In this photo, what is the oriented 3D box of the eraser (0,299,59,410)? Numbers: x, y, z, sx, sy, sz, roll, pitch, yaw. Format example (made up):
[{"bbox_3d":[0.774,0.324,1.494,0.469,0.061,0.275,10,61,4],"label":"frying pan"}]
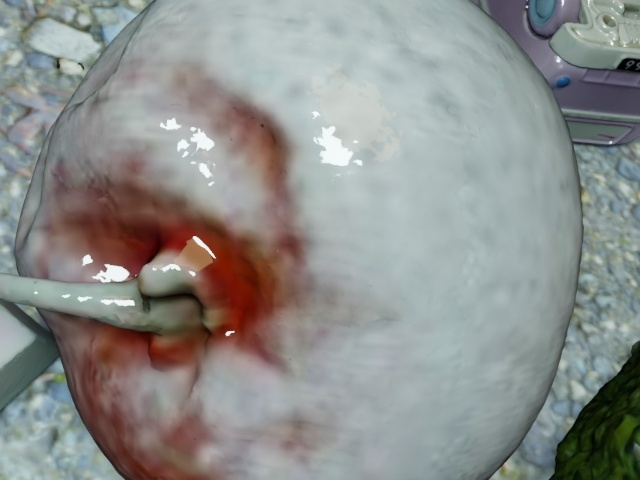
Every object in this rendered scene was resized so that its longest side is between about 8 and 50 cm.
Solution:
[{"bbox_3d":[-0.350,-0.018,0.755,0.397,0.082,0.213,39,53,7],"label":"eraser"}]

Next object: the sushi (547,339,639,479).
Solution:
[{"bbox_3d":[0.319,0.152,0.840,0.294,0.178,0.352,47,51,10],"label":"sushi"}]

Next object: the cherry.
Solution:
[{"bbox_3d":[-0.002,-0.012,0.743,0.291,0.326,0.335,6,44,26],"label":"cherry"}]

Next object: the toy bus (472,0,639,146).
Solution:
[{"bbox_3d":[0.189,-0.184,1.039,0.142,0.142,0.202,2,58,-20],"label":"toy bus"}]
